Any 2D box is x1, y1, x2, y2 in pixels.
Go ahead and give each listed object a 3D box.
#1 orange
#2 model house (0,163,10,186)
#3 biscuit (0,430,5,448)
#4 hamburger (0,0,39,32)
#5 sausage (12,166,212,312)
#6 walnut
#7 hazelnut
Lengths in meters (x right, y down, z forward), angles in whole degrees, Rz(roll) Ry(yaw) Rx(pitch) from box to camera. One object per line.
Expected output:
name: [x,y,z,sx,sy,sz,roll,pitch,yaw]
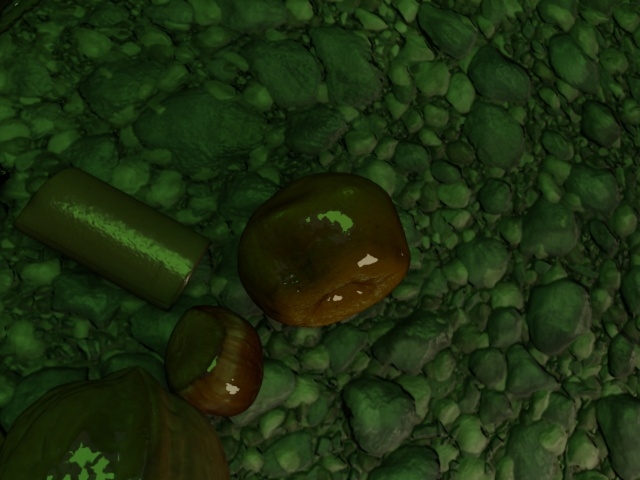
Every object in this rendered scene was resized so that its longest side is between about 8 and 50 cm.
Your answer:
orange: [0.000,0.000,1.362,0.249,0.249,0.183,-16,63,-13]
model house: [-0.527,-0.074,1.347,0.165,0.106,0.152,35,74,-4]
biscuit: [-0.568,0.372,1.255,0.340,0.047,0.215,-12,77,-13]
hamburger: [-0.520,-0.424,1.426,0.211,0.132,0.308,33,72,1]
sausage: [-0.290,-0.008,1.361,0.253,0.123,0.123,29,73,-2]
walnut: [-0.258,0.325,1.197,0.306,0.306,0.343,14,83,-6]
hazelnut: [-0.139,0.167,1.337,0.150,0.150,0.150,2,75,-9]
